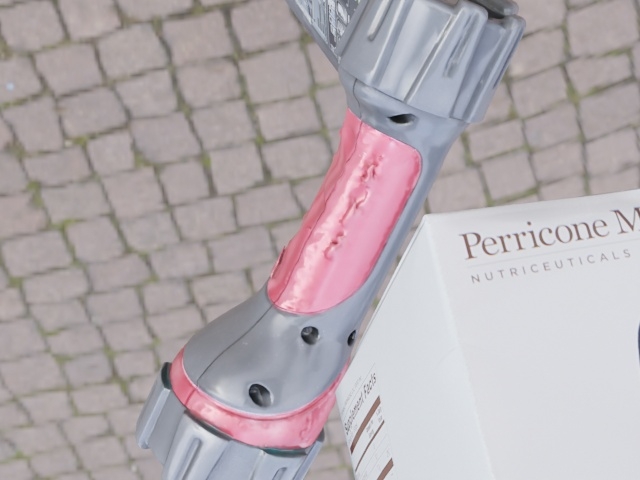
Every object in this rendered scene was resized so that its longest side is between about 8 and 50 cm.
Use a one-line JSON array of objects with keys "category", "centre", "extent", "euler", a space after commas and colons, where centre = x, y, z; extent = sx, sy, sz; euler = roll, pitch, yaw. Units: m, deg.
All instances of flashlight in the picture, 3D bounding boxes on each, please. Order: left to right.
[{"category": "flashlight", "centre": [0.000, 0.000, 0.739], "extent": [0.103, 0.103, 0.304], "euler": [21, 111, -10]}]

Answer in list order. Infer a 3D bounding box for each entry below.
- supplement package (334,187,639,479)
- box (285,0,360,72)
[{"category": "supplement package", "centre": [0.127, 0.100, 0.404], "extent": [0.194, 0.203, 0.149], "euler": [-9, 157, -13]}, {"category": "box", "centre": [0.022, -0.241, 1.037], "extent": [0.059, 0.183, 0.233], "euler": [-18, 137, -17]}]
